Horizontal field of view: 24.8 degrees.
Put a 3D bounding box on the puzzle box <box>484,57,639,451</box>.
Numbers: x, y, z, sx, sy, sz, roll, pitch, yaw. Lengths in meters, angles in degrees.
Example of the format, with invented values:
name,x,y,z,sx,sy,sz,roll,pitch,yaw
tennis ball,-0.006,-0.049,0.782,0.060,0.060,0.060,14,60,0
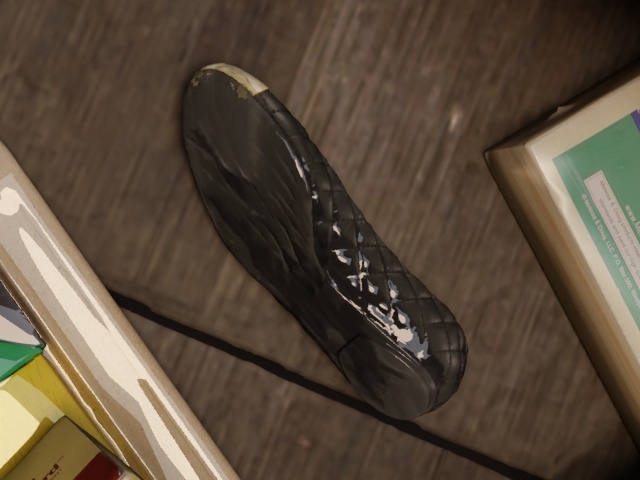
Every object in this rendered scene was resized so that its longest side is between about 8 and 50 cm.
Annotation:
name,x,y,z,sx,sy,sz,roll,pitch,yaw
puzzle box,0.284,0.068,0.677,0.272,0.052,0.409,-30,98,-14

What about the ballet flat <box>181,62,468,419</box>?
name,x,y,z,sx,sy,sz,roll,pitch,yaw
ballet flat,0.000,0.000,0.606,0.173,0.057,0.049,55,36,-10

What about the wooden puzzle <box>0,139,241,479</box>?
name,x,y,z,sx,sy,sz,roll,pitch,yaw
wooden puzzle,-0.152,0.109,0.556,0.221,0.044,0.239,-36,99,-14

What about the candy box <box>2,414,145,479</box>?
name,x,y,z,sx,sy,sz,roll,pitch,yaw
candy box,-0.039,0.237,0.538,0.183,0.087,0.316,-47,113,-11
